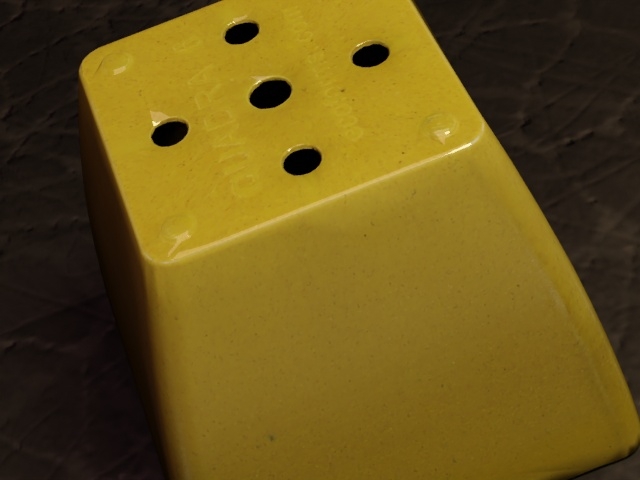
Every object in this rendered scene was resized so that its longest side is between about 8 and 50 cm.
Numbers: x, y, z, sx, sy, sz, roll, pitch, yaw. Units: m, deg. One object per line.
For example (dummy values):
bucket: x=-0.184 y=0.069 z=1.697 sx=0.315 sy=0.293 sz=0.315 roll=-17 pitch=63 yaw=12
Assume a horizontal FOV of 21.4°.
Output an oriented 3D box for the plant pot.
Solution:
plant pot: x=0.000 y=0.000 z=0.759 sx=0.212 sy=0.187 sz=0.212 roll=-21 pitch=46 yaw=-4
